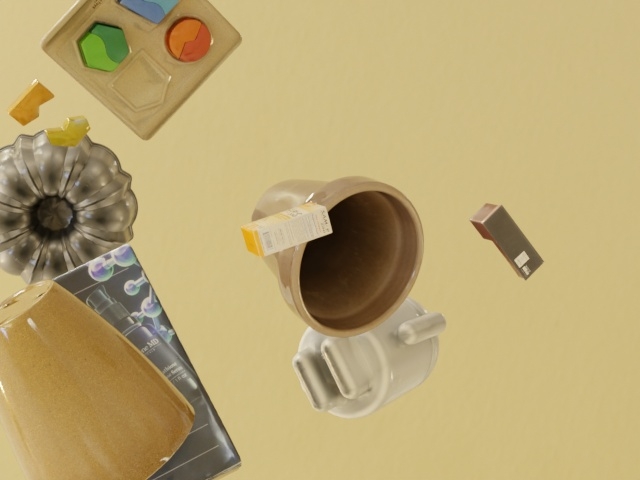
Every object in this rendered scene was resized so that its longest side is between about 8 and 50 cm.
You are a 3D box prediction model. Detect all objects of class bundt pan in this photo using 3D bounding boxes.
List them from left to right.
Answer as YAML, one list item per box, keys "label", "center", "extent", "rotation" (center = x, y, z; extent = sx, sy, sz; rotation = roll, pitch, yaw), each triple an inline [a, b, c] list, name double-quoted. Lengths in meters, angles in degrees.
- label: "bundt pan"
  center: [-0.524, -0.050, 2.286]
  extent: [0.330, 0.331, 0.124]
  rotation: [15, -169, -12]

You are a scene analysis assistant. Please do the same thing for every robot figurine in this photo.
- label: "robot figurine"
  center: [0.094, 0.211, 2.184]
  extent: [0.300, 0.200, 0.353]
  rotation: [-25, 176, 35]

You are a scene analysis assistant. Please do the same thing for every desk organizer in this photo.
- label: "desk organizer"
  center: [0.305, 0.001, 1.907]
  extent: [0.130, 0.047, 0.050]
  rotation: [50, 168, -20]

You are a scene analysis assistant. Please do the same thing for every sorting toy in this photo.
- label: "sorting toy"
  center: [-0.279, -0.243, 1.639]
  extent: [0.229, 0.307, 0.041]
  rotation: [43, 180, -36]

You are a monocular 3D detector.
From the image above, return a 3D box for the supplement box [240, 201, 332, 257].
- label: "supplement box"
  center: [-0.043, -0.014, 1.446]
  extent: [0.098, 0.036, 0.062]
  rotation: [-19, -167, -16]

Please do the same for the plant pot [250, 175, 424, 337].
- label: "plant pot"
  center: [0.000, 0.000, 1.917]
  extent: [0.263, 0.263, 0.229]
  rotation: [14, -170, -41]

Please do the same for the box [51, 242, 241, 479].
- label: "box"
  center: [-0.343, 0.255, 1.860]
  extent: [0.293, 0.395, 0.212]
  rotation: [-27, 171, -11]

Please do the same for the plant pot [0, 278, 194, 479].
- label: "plant pot"
  center: [-0.328, 0.186, 1.512]
  extent: [0.254, 0.237, 0.237]
  rotation: [61, 163, -19]
